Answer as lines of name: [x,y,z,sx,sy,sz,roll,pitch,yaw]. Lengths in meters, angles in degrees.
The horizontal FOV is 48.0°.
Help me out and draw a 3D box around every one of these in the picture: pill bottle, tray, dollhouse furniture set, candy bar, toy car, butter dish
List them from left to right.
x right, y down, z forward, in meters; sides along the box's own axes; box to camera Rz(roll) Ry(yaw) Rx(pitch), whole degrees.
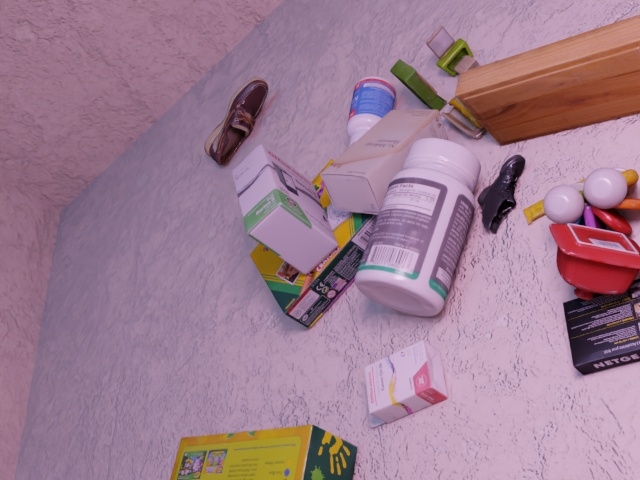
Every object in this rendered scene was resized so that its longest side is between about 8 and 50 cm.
pill bottle: [0.139,-0.340,2.013,0.124,0.124,0.221,-18,49,39]
pill bottle: [0.226,-0.032,1.602,0.204,0.204,0.361,0,62,48]
dollhouse furniture set: [0.348,-0.413,1.815,0.197,0.151,0.301,-48,37,9]
candy bar: [0.497,-0.085,1.497,0.161,0.018,0.040,-29,46,30]
tray: [0.513,-0.320,1.511,0.411,0.203,0.076,-8,56,45]
butter dish: [0.478,0.048,1.263,0.160,0.160,0.118,-70,-9,-69]
toy car: [0.524,-0.057,1.363,0.182,0.159,0.136,-24,82,34]

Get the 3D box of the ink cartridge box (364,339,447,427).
ink cartridge box: [0.161,0.306,1.517,0.198,0.067,0.115,-32,42,28]

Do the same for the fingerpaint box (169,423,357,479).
fingerpaint box: [-0.156,0.612,1.544,0.445,0.163,0.371,-19,48,39]

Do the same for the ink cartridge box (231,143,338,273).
ink cartridge box: [-0.096,-0.085,1.816,0.121,0.211,0.289,-42,37,17]

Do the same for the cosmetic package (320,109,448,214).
cosmetic package: [0.164,-0.200,1.775,0.160,0.113,0.309,9,42,44]

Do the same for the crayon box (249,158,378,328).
crayon box: [0.000,0.000,1.911,0.363,0.106,0.313,-49,36,7]

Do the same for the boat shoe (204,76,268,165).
boat shoe: [-0.283,-0.418,2.566,0.342,0.123,0.123,-52,44,9]

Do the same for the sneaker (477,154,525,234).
sneaker: [0.409,-0.103,1.587,0.170,0.051,0.089,-51,36,13]

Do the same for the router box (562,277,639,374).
router box: [0.523,0.147,1.257,0.179,0.046,0.133,-25,46,34]
